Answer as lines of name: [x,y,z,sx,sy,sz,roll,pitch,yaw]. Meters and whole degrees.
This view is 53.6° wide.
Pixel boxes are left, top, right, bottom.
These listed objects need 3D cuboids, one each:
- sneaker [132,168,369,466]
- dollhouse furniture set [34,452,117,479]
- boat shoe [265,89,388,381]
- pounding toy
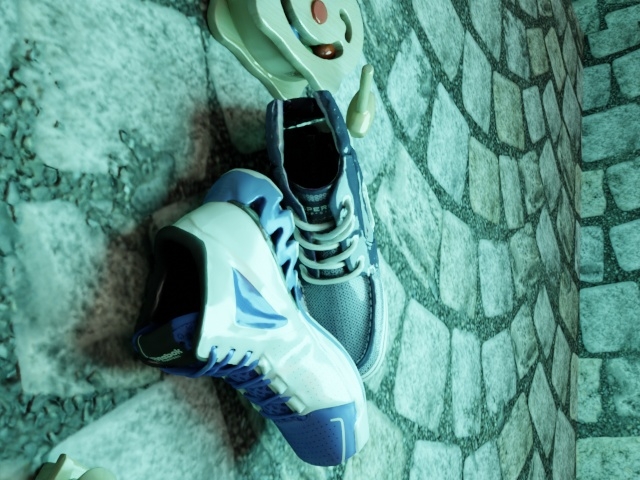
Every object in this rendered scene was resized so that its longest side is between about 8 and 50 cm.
sneaker: [-0.085,0.103,0.625,0.182,0.127,0.316,-34,106,-48]
dollhouse furniture set: [-0.148,0.346,0.435,0.356,0.173,0.303,54,45,-35]
boat shoe: [0.000,0.000,0.702,0.158,0.127,0.341,39,38,-85]
pounding toy: [0.005,-0.258,0.765,0.269,0.154,0.154,38,59,-46]
